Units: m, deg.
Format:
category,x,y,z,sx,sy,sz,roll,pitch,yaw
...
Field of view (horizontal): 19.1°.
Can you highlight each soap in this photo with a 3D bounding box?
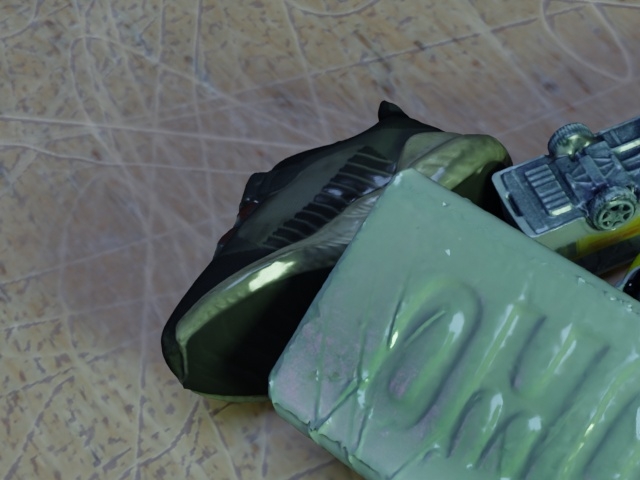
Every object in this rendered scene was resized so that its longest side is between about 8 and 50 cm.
category,x,y,z,sx,sy,sz,roll,pitch,yaw
soap,0.108,0.087,0.932,0.261,0.094,0.150,33,96,34

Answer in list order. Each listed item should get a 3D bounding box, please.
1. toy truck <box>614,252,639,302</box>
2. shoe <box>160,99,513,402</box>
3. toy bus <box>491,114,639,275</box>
category,x,y,z,sx,sy,sz,roll,pitch,yaw
toy truck,0.211,0.040,0.994,0.111,0.076,0.077,11,36,22
shoe,0.000,0.000,1.070,0.227,0.099,0.112,-30,44,-14
toy bus,0.193,-0.038,1.052,0.190,0.075,0.064,-23,52,-5
